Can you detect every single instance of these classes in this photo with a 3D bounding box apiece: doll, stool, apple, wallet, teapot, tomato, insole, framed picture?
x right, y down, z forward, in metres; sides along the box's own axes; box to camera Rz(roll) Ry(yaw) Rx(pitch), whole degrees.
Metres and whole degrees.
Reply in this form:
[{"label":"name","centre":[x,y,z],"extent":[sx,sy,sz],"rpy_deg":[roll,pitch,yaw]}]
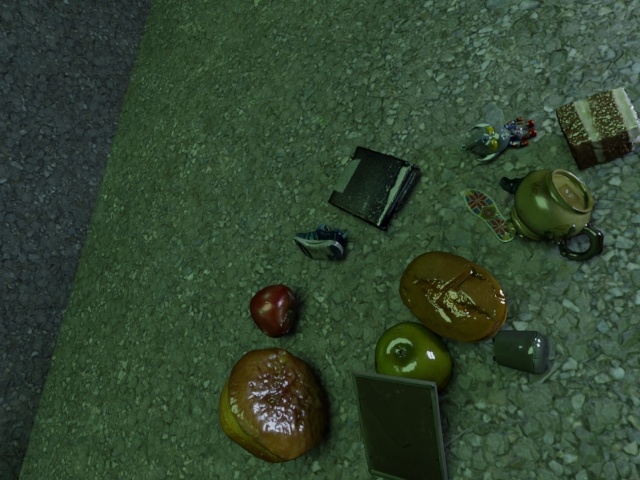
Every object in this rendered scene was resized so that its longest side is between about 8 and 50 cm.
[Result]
[{"label":"doll","centre":[0.484,-0.278,1.210],"extent":[0.194,0.062,0.105],"rpy_deg":[-13,103,22]},{"label":"stool","centre":[0.453,0.248,1.001],"extent":[0.110,0.096,0.096],"rpy_deg":[0,71,38]},{"label":"apple","centre":[0.224,0.300,1.099],"extent":[0.196,0.157,0.197],"rpy_deg":[-14,57,23]},{"label":"wallet","centre":[0.161,-0.169,1.393],"extent":[0.262,0.071,0.221],"rpy_deg":[31,95,42]},{"label":"teapot","centre":[0.533,-0.058,1.044],"extent":[0.270,0.173,0.183],"rpy_deg":[53,143,12]},{"label":"tomato","centre":[-0.150,0.214,1.389],"extent":[0.167,0.167,0.168],"rpy_deg":[-13,65,30]},{"label":"insole","centre":[0.451,-0.071,1.184],"extent":[0.065,0.006,0.194],"rpy_deg":[-39,54,16]},{"label":"framed picture","centre":[0.188,0.455,1.051],"extent":[0.213,0.016,0.290],"rpy_deg":[-3,104,34]}]

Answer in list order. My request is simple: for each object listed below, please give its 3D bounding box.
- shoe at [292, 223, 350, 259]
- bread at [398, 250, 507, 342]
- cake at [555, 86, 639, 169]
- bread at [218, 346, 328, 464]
[{"label":"shoe","centre":[0.000,0.000,1.425],"extent":[0.207,0.092,0.106],"rpy_deg":[2,51,39]},{"label":"bread","centre":[0.328,0.140,1.100],"extent":[0.269,0.142,0.196],"rpy_deg":[35,92,40]},{"label":"cake","centre":[0.655,-0.264,1.038],"extent":[0.147,0.135,0.135],"rpy_deg":[-25,60,30]},{"label":"bread","centre":[-0.129,0.442,1.204],"extent":[0.172,0.311,0.313],"rpy_deg":[-45,51,34]}]
